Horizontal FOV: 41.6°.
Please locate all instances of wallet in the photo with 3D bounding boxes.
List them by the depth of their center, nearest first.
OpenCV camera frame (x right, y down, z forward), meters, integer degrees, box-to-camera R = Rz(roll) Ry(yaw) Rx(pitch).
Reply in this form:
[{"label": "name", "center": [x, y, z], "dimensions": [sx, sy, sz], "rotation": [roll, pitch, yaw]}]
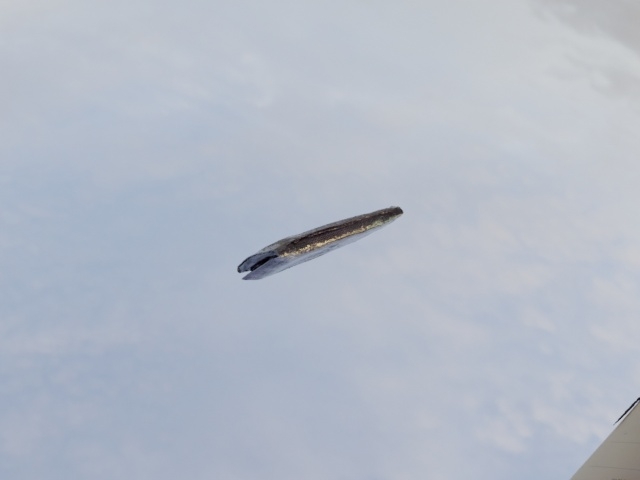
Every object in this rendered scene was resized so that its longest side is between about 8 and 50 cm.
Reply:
[{"label": "wallet", "center": [-0.001, -0.001, 0.919], "dimensions": [0.166, 0.111, 0.030], "rotation": [-20, -95, -31]}]

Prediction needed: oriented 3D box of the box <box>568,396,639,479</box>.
[{"label": "box", "center": [0.436, 0.301, 1.045], "dimensions": [0.252, 0.203, 0.106], "rotation": [-34, -81, -30]}]
